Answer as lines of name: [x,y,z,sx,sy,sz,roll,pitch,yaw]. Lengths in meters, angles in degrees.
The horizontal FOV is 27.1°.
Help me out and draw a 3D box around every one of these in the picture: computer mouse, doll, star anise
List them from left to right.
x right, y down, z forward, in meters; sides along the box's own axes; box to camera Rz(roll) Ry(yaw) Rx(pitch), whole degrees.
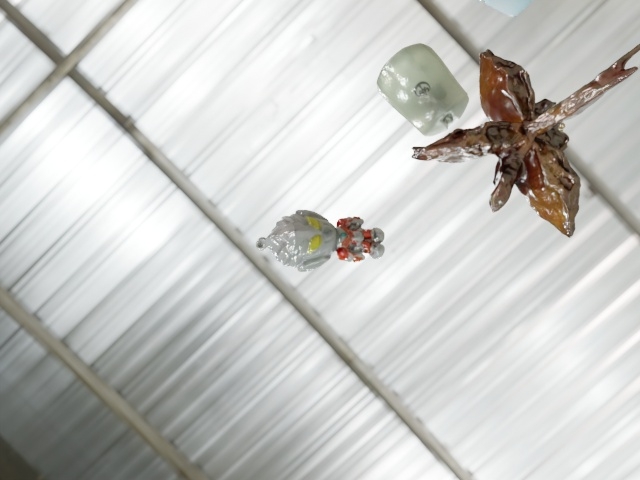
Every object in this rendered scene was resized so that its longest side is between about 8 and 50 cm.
doll: [0.000,0.000,1.852,0.079,0.180,0.094,101,169,-70]
computer mouse: [0.142,-0.184,1.730,0.181,0.089,0.056,38,-163,-54]
star anise: [0.181,-0.096,1.064,0.158,0.144,0.140,33,-120,-12]

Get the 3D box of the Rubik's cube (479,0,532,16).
Rubik's cube: [0.182,-0.381,1.408,0.224,0.265,0.213,20,-132,-32]

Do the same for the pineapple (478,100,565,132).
pineapple: [0.265,-0.134,1.674,0.077,0.114,0.114,60,-166,-17]
